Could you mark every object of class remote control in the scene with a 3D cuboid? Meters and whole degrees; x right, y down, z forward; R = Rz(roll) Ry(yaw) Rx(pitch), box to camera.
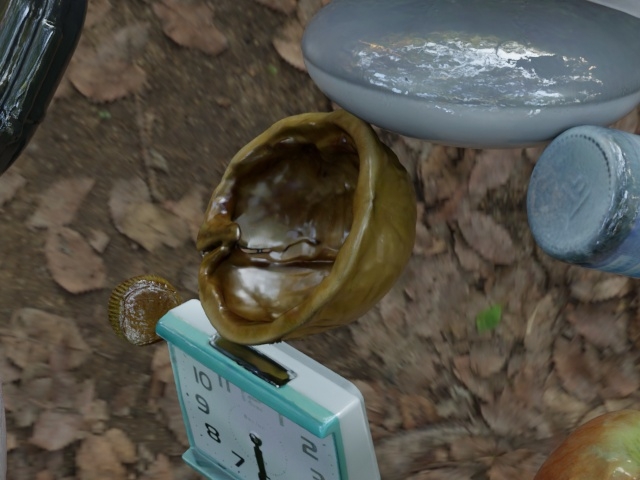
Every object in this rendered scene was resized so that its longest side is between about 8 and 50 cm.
[{"bbox_3d":[0.124,-0.133,1.000,0.221,0.332,0.103,11,115,24],"label":"remote control"}]

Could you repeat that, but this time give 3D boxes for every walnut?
[{"bbox_3d":[0.003,0.001,1.034,0.087,0.211,0.167,23,73,-31],"label":"walnut"}]

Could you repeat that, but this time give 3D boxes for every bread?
[{"bbox_3d":[-0.199,0.077,1.713,0.085,0.053,0.085,-4,101,-24],"label":"bread"}]

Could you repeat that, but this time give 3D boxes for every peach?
[{"bbox_3d":[0.277,0.268,1.273,0.214,0.214,0.235,0,115,6],"label":"peach"}]

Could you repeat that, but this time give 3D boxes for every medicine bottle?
[{"bbox_3d":[0.223,-0.012,0.907,0.203,0.083,0.083,11,81,-32],"label":"medicine bottle"}]

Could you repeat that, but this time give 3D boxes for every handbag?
[{"bbox_3d":[-0.334,-0.184,1.459,0.254,0.093,0.308,22,88,42],"label":"handbag"}]

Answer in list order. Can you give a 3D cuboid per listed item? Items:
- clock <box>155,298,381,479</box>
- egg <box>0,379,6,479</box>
[{"bbox_3d":[-0.041,0.196,1.633,0.262,0.231,0.116,27,49,36],"label":"clock"},{"bbox_3d":[-0.338,0.080,0.858,0.354,0.354,0.340,12,70,8],"label":"egg"}]
